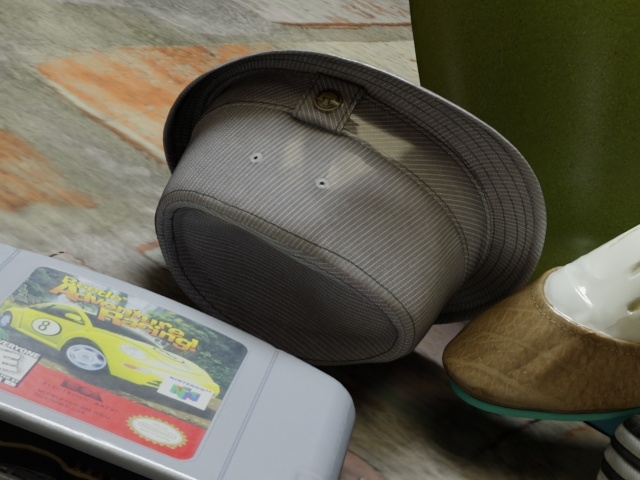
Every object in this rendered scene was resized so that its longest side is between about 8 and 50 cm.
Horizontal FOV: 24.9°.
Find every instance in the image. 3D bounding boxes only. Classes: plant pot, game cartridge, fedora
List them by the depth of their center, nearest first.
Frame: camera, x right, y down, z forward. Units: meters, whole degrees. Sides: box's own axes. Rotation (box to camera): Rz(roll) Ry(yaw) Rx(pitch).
[{"bbox_3d":[-0.127,0.084,0.824,0.294,0.060,0.196,21,18,1],"label":"game cartridge"},{"bbox_3d":[0.000,0.000,0.969,0.275,0.243,0.124,26,51,7],"label":"fedora"},{"bbox_3d":[0.231,-0.137,1.186,0.367,0.352,0.366,2,5,0],"label":"plant pot"}]

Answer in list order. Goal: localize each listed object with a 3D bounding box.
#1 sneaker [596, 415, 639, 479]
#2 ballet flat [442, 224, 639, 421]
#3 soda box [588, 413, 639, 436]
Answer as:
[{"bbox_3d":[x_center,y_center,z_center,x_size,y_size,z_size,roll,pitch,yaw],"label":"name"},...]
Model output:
[{"bbox_3d":[0.311,0.197,0.879,0.163,0.106,0.281,9,24,-35],"label":"sneaker"},{"bbox_3d":[0.252,0.051,0.972,0.343,0.124,0.116,4,33,-16],"label":"ballet flat"},{"bbox_3d":[0.271,0.127,1.052,0.210,0.067,0.071,31,24,24],"label":"soda box"}]
